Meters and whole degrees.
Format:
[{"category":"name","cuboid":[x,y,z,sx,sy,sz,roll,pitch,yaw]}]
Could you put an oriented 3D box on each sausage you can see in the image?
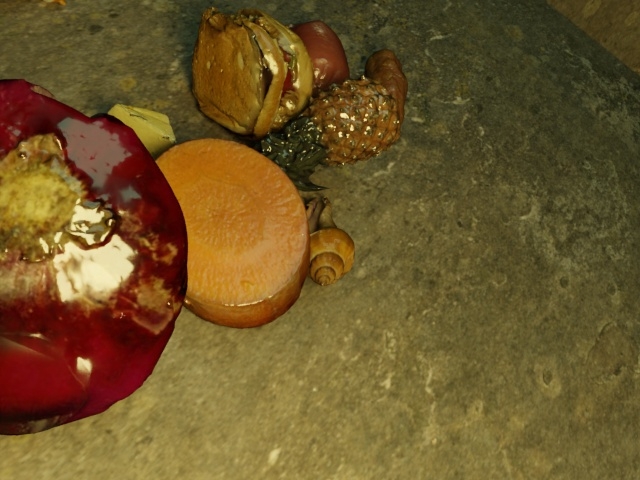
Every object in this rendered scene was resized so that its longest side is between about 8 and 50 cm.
[{"category":"sausage","cuboid":[-0.014,-0.362,1.906,0.148,0.148,0.254,22,37,-20]}]

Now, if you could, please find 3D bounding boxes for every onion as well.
[{"category":"onion","cuboid":[-0.358,0.017,1.102,0.398,0.398,0.420,25,-5,-16]}]

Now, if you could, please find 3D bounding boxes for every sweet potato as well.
[{"category":"sweet potato","cuboid":[0.146,-0.321,2.038,0.097,0.097,0.252,18,44,-24]}]

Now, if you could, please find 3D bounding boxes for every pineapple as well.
[{"category":"pineapple","cuboid":[-0.033,-0.149,1.599,0.364,0.165,0.165,-33,72,-21]}]

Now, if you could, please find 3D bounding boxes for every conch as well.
[{"category":"conch","cuboid":[0.001,0.005,1.564,0.109,0.093,0.330,-6,19,1]}]

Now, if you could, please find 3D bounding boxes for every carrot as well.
[{"category":"carrot","cuboid":[-0.143,-0.018,1.392,0.258,0.100,0.307,-18,64,-22]}]

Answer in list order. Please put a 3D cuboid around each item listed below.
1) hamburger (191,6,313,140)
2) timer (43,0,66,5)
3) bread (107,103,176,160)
[{"category":"hamburger","cuboid":[-0.121,-0.298,1.670,0.163,0.244,0.244,-18,62,-38]},{"category":"timer","cuboid":[-0.511,-0.469,1.655,0.152,0.132,0.132,31,27,-52]},{"category":"bread","cuboid":[-0.295,-0.167,1.501,0.109,0.084,0.080,10,42,-33]}]
